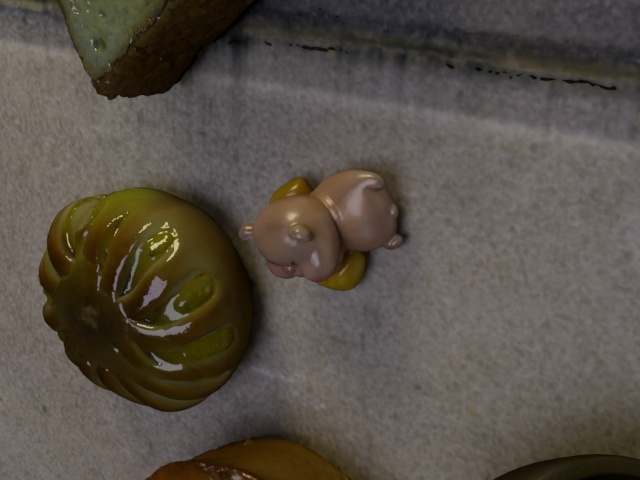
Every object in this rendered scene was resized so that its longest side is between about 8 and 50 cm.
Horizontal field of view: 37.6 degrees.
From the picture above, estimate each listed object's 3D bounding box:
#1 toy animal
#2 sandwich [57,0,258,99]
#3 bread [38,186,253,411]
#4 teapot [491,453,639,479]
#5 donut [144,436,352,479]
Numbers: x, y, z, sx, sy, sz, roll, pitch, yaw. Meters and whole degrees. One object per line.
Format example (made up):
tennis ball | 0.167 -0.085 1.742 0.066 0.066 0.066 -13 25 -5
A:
toy animal | 0.000 0.000 0.679 0.114 0.082 0.091 -9 101 36
sandwich | -0.106 -0.273 0.660 0.273 0.095 0.248 -30 83 39
bread | -0.157 0.054 0.797 0.213 0.105 0.213 13 115 30
teapot | 0.165 0.242 0.597 0.268 0.185 0.175 30 158 -3
donut | -0.044 0.291 0.787 0.278 0.108 0.277 11 110 32
